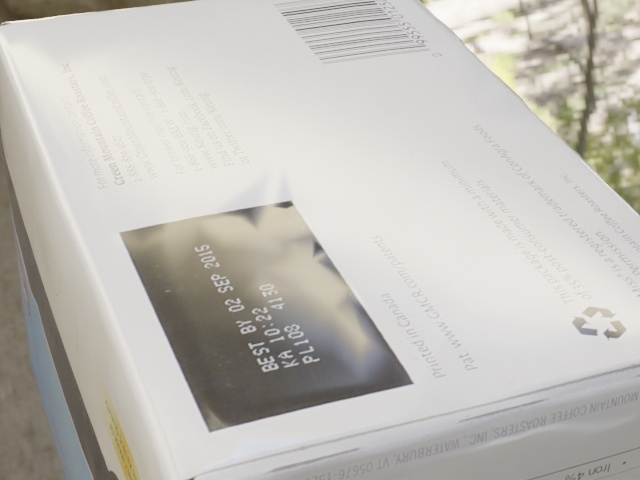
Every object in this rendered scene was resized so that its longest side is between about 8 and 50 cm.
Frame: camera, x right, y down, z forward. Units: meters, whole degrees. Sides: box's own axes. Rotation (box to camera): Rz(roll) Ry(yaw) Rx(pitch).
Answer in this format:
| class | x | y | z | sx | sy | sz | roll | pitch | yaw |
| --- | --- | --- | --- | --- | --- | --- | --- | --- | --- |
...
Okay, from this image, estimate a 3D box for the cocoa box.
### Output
| class | x | y | z | sx | sy | sz | roll | pitch | yaw |
| --- | --- | --- | --- | --- | --- | --- | --- | --- | --- |
| cocoa box | -0.006 | 0.056 | 0.597 | 0.347 | 0.231 | 0.228 | -124 | -151 | -50 |
